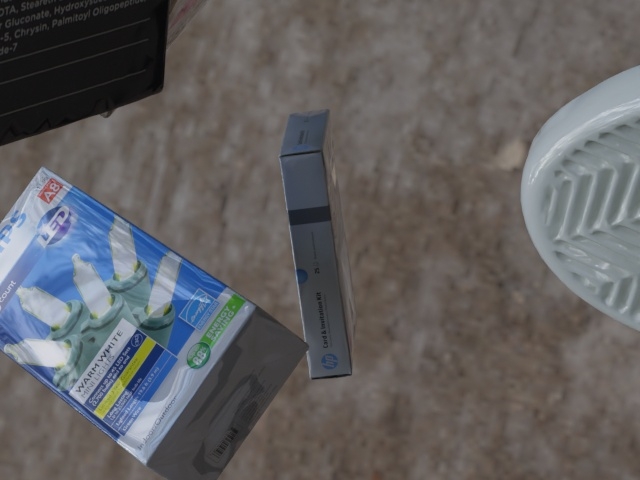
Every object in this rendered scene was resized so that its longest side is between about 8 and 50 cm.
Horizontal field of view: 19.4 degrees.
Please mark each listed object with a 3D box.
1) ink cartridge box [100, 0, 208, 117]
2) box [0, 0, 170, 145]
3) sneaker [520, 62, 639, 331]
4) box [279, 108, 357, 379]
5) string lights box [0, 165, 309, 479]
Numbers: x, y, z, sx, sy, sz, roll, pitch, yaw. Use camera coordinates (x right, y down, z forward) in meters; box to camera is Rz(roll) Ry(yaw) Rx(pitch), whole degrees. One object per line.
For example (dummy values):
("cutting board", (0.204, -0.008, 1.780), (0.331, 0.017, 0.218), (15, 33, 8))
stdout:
("ink cartridge box", (-0.087, -0.217, 1.195), (0.193, 0.088, 0.235), (-55, 3, 41))
("box", (-0.233, -0.244, 0.843), (0.343, 0.179, 0.312), (29, 126, 32))
("sneaker", (0.241, -0.061, 0.635), (0.350, 0.131, 0.148), (-12, 32, 26))
("box", (0.000, 0.000, 1.519), (0.145, 0.038, 0.186), (-82, -17, -73))
("string lights box", (-0.145, 0.062, 1.355), (0.259, 0.077, 0.133), (30, 83, 40))
